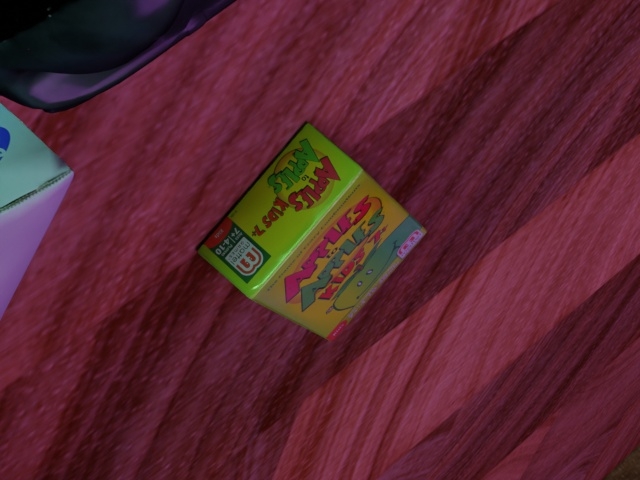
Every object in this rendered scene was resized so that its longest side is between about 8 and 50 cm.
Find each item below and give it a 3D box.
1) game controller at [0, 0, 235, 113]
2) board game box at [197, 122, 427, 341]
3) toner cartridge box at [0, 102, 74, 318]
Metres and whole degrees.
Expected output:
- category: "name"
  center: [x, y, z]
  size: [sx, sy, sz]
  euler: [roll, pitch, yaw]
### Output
- category: "game controller"
  center: [0.009, -0.153, 0.688]
  size: [0.319, 0.067, 0.166]
  euler: [-39, -175, -20]
- category: "board game box"
  center: [0.000, 0.000, 1.126]
  size: [0.092, 0.043, 0.181]
  euler: [-49, 163, 2]
- category: "toner cartridge box"
  center: [-0.223, 0.098, 0.695]
  size: [0.165, 0.075, 0.348]
  euler: [-35, 162, -50]
